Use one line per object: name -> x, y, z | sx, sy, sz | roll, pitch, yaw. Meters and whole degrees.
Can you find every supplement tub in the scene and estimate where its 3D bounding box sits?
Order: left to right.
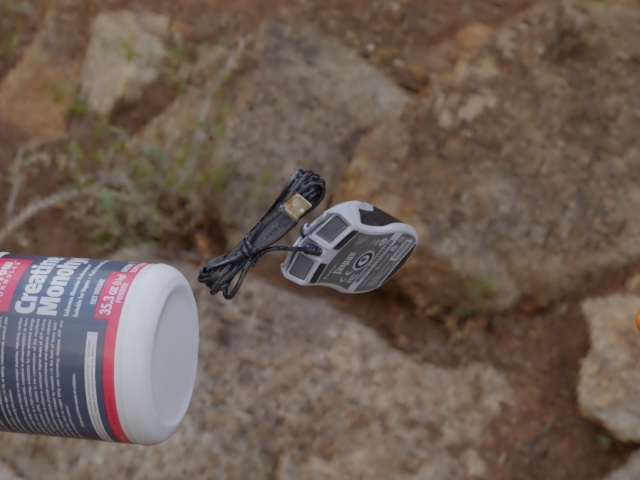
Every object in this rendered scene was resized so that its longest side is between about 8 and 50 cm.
supplement tub -> -0.280, 0.111, 1.754 | 0.272, 0.191, 0.191 | 4, 20, 14

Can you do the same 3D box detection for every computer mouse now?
computer mouse -> 0.000, 0.000, 1.161 | 0.042, 0.106, 0.193 | 48, 19, 26

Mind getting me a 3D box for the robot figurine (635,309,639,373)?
robot figurine -> 0.357, 0.133, 1.415 | 0.219, 0.128, 0.158 | 58, 20, -12
